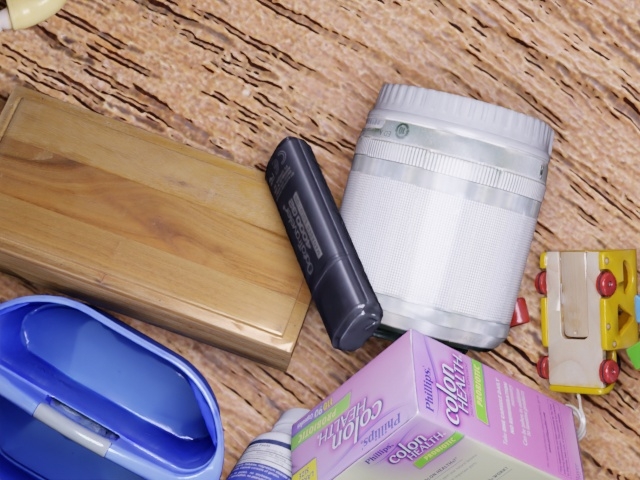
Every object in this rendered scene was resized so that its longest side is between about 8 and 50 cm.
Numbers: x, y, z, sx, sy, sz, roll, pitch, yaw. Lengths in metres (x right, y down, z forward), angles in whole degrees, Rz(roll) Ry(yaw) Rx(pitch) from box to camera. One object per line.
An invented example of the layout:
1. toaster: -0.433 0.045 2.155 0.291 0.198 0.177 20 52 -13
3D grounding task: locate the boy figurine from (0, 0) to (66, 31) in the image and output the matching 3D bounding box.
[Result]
1. boy figurine: -0.352 -0.327 1.762 0.285 0.092 0.177 8 88 4

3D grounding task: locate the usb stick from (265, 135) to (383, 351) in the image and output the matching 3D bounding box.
1. usb stick: 0.000 0.000 1.631 0.045 0.278 0.077 6 132 -31

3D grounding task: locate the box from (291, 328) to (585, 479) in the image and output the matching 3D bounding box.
1. box: 0.126 0.239 1.652 0.243 0.117 0.213 26 130 -27

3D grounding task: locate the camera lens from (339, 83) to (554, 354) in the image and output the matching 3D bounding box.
1. camera lens: 0.129 -0.019 1.688 0.219 0.219 0.274 14 91 1

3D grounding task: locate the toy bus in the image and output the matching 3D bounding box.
1. toy bus: 0.320 0.101 1.745 0.191 0.104 0.202 54 126 28

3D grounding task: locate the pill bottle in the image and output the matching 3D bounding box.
1. pill bottle: -0.050 0.285 1.713 0.112 0.112 0.187 35 48 1

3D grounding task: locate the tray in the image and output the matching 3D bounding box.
1. tray: -0.197 -0.017 1.730 0.410 0.076 0.203 19 65 2

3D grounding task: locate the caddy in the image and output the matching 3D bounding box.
1. caddy: -0.270 0.206 1.722 0.341 0.179 0.241 29 92 1
